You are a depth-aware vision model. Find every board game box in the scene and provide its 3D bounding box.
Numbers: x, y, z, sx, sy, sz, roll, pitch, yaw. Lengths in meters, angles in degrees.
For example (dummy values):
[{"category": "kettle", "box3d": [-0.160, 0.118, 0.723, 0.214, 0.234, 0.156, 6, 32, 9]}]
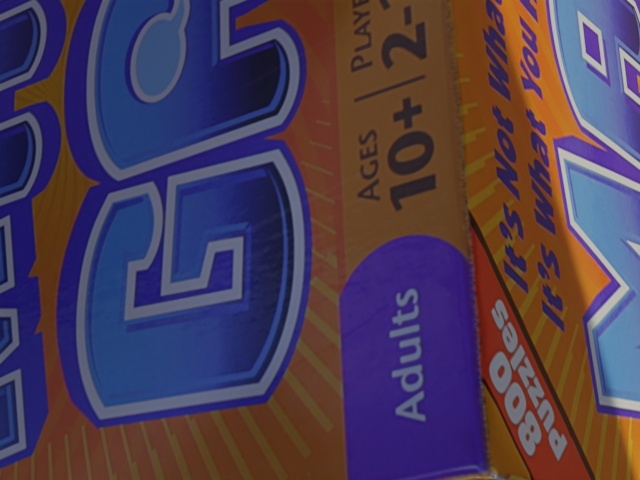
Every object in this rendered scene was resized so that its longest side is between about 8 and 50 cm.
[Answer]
[{"category": "board game box", "box3d": [0.000, 0.000, 0.725, 0.357, 0.356, 0.356, -17, 64, 31]}]
